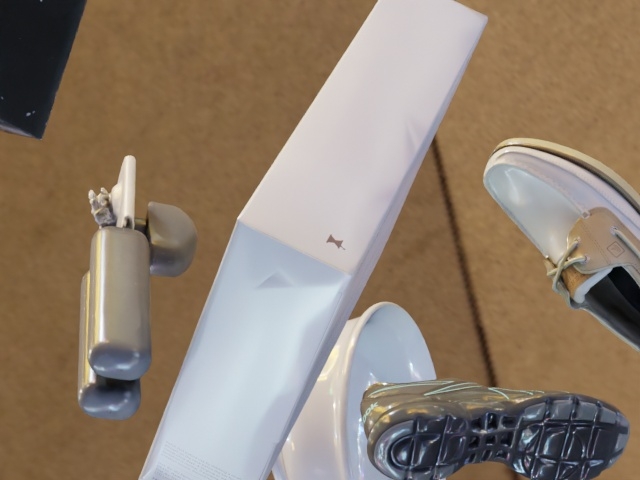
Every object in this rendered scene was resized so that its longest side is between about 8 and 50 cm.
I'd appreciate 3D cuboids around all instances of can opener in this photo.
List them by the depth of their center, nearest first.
[{"bbox_3d":[-0.139,0.028,1.264,0.280,0.093,0.074,-93,15,-59],"label":"can opener"}]

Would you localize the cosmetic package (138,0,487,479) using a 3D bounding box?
[{"bbox_3d":[0.000,0.000,1.318,0.284,0.097,0.377,-64,-2,39],"label":"cosmetic package"}]

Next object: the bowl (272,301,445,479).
[{"bbox_3d":[0.030,0.220,1.861,0.134,0.298,0.298,-6,67,23],"label":"bowl"}]

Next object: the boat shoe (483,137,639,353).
[{"bbox_3d":[0.280,0.014,1.666,0.302,0.113,0.103,36,56,10],"label":"boat shoe"}]

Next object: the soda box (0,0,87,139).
[{"bbox_3d":[-0.123,-0.077,0.373,0.053,0.169,0.060,13,82,32],"label":"soda box"}]

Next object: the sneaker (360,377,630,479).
[{"bbox_3d":[0.165,0.168,1.588,0.106,0.267,0.101,-120,38,-62],"label":"sneaker"}]
